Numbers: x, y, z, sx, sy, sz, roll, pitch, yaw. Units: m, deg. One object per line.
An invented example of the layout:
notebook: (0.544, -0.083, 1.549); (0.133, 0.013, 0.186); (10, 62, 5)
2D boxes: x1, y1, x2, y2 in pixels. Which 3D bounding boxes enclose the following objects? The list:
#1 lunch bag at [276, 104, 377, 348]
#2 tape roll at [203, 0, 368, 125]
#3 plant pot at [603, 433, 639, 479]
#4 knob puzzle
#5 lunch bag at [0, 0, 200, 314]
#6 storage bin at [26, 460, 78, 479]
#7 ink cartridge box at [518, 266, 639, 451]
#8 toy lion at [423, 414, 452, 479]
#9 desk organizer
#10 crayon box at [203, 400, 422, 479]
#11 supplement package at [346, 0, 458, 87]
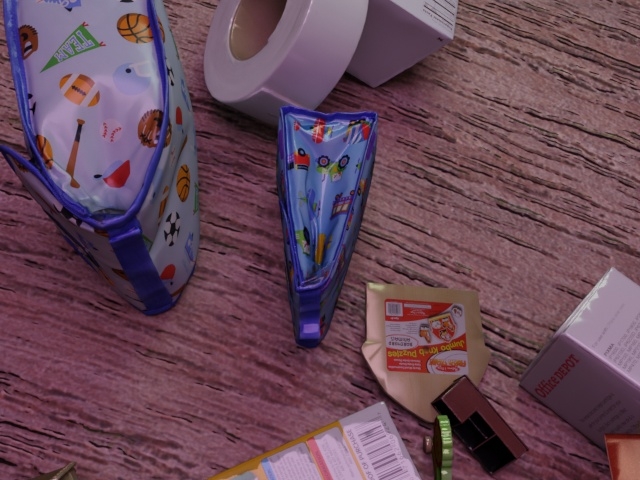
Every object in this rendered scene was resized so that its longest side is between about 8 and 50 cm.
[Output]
lunch bag: (0.000, 0.000, 1.291); (0.138, 0.221, 0.293); (4, 64, -1)
tape roll: (-0.057, -0.318, 1.406); (0.100, 0.286, 0.286); (21, 58, -36)
plant pot: (0.457, 0.375, 1.007); (0.236, 0.267, 0.267); (-11, 37, 15)
knob puzzle: (0.145, 0.161, 1.323); (0.213, 0.030, 0.213); (6, 68, -14)
lunch bag: (-0.283, -0.121, 1.274); (0.239, 0.328, 0.385); (-14, 68, -4)
storage bin: (-0.397, 0.364, 1.080); (0.262, 0.260, 0.123); (-19, 84, -11)
ink cartridge box: (0.436, 0.204, 1.216); (0.306, 0.226, 0.131); (39, 68, 13)
toy lion: (0.159, 0.283, 1.234); (0.034, 0.096, 0.100); (-1, 65, -3)
desk organizer: (0.213, 0.249, 1.265); (0.050, 0.047, 0.130); (-37, 83, -22)
crayon box: (-0.023, 0.364, 1.193); (0.323, 0.083, 0.203); (-21, 68, -13)
supplement package: (0.102, -0.388, 1.472); (0.149, 0.194, 0.203); (26, 61, -28)
